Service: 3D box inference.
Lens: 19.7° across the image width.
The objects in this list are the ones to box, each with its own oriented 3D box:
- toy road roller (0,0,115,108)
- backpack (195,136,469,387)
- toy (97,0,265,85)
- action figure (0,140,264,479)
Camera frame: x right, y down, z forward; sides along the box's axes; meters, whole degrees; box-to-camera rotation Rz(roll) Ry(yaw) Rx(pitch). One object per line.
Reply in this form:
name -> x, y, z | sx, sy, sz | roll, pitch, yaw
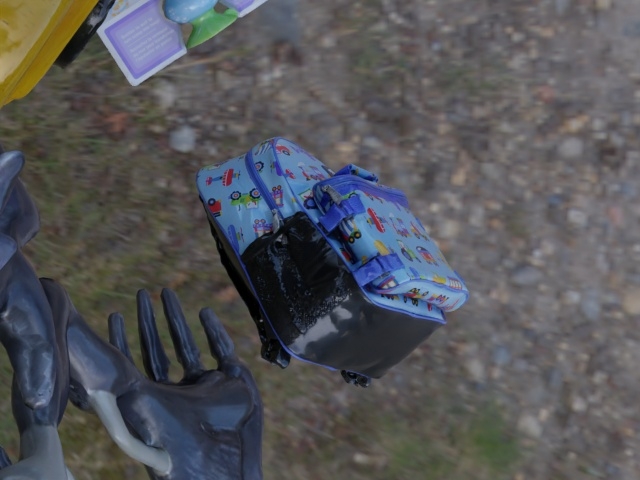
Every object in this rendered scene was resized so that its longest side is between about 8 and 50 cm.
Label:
toy road roller -> -0.147, -0.197, 0.888 | 0.202, 0.241, 0.329 | 33, 123, -14
backpack -> 0.000, 0.000, 1.274 | 0.117, 0.158, 0.173 | -39, 64, 16
toy -> -0.129, -0.236, 1.239 | 0.137, 0.056, 0.237 | -34, 110, -6
action figure -> -0.111, 0.030, 0.390 | 0.164, 0.276, 0.141 | -39, 66, 2
